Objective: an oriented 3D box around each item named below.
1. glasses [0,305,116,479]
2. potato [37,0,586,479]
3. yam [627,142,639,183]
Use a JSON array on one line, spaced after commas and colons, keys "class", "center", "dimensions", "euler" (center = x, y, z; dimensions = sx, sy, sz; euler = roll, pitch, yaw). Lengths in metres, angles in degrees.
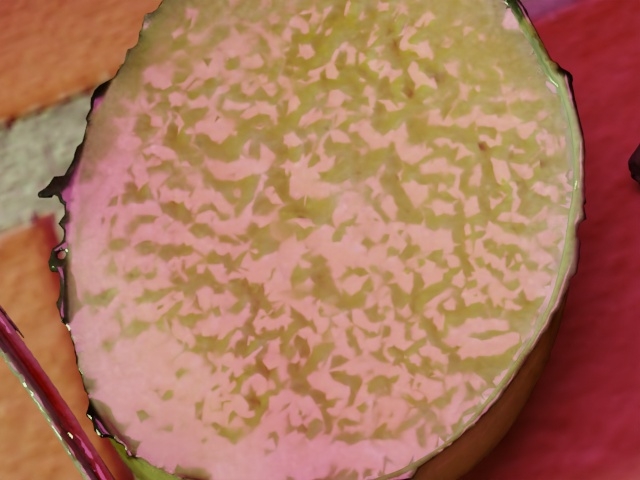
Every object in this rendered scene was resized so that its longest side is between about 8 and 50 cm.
[{"class": "glasses", "center": [-0.151, 0.118, 0.511], "dimensions": [0.234, 0.118, 0.268], "euler": [-30, 84, -3]}, {"class": "potato", "center": [0.000, 0.000, 0.621], "dimensions": [0.164, 0.081, 0.200], "euler": [6, 64, 9]}, {"class": "yam", "center": [0.180, -0.101, 0.668], "dimensions": [0.027, 0.029, 0.234], "euler": [43, 74, 3]}]
